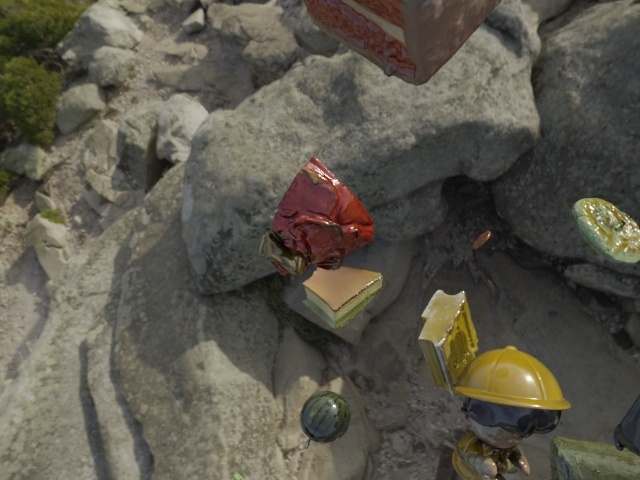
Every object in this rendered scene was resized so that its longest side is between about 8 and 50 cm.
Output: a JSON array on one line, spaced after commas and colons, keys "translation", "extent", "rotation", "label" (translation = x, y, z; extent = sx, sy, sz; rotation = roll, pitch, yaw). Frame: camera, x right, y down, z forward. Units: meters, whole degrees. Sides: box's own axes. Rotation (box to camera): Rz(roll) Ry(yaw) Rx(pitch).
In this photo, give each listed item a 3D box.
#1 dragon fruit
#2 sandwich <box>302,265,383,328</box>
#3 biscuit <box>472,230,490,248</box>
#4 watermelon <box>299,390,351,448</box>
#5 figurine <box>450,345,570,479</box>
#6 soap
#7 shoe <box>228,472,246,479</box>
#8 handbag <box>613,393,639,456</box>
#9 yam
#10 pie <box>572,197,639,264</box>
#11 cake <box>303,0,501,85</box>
[{"translation": [0.000, 0.000, 0.455], "extent": [0.083, 0.162, 0.106], "rotation": [41, 85, 12], "label": "dragon fruit"}, {"translation": [0.062, 0.149, 1.410], "extent": [0.220, 0.108, 0.186], "rotation": [-31, 50, -30], "label": "sandwich"}, {"translation": [0.655, -0.002, 1.782], "extent": [0.015, 0.078, 0.091], "rotation": [40, 123, -3], "label": "biscuit"}, {"translation": [0.003, 0.384, 0.931], "extent": [0.105, 0.105, 0.133], "rotation": [35, 89, 33], "label": "watermelon"}, {"translation": [0.312, 0.314, 0.779], "extent": [0.167, 0.192, 0.257], "rotation": [38, 115, 47], "label": "figurine"}, {"translation": [0.451, 0.357, 1.544], "extent": [0.143, 0.281, 0.259], "rotation": [5, 41, 35], "label": "soap"}, {"translation": [-0.195, 0.632, 0.927], "extent": [0.140, 0.128, 0.262], "rotation": [12, 99, 38], "label": "shoe"}, {"translation": [0.845, 0.398, 1.014], "extent": [0.332, 0.075, 0.191], "rotation": [-60, 27, 7], "label": "handbag"}, {"translation": [0.813, 0.674, 1.248], "extent": [0.300, 0.195, 0.195], "rotation": [-9, 62, 40], "label": "yam"}, {"translation": [0.834, -0.031, 1.269], "extent": [0.240, 0.054, 0.241], "rotation": [12, 52, -15], "label": "pie"}, {"translation": [0.105, -0.419, 0.641], "extent": [0.230, 0.237, 0.309], "rotation": [-45, 66, -1], "label": "cake"}]
